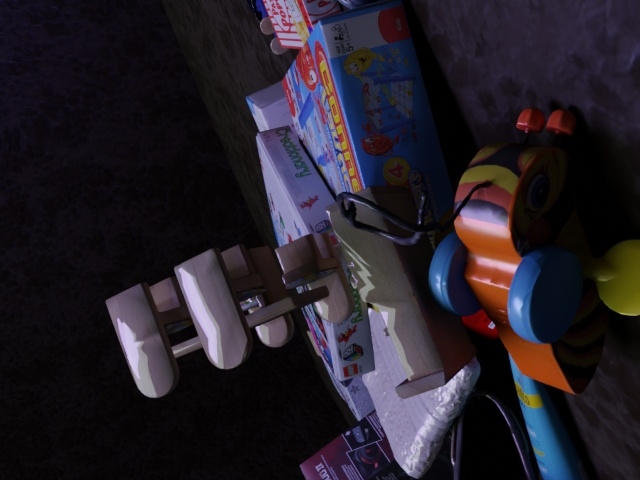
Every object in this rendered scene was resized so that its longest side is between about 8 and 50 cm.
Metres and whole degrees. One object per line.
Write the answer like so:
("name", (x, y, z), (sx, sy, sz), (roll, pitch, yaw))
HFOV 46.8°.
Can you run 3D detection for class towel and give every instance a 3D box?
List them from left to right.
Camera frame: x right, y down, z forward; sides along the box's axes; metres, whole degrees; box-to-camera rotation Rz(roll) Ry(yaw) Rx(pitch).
("towel", (0.119, 0.152, 1.007), (0.282, 0.049, 0.187), (-112, 38, -56))

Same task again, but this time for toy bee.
("toy bee", (0.161, -0.007, 0.547), (0.195, 0.162, 0.298), (25, 167, 28))

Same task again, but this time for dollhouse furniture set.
("dollhouse furniture set", (-0.013, 0.075, 0.652), (0.212, 0.242, 0.161), (-9, -104, -65))

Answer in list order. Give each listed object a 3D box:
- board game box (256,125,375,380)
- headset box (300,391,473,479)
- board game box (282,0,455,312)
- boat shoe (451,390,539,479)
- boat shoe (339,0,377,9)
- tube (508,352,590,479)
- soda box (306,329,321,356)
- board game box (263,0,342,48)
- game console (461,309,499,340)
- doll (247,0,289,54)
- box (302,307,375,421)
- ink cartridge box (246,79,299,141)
("board game box", (-0.011, 0.004, 0.942), (0.305, 0.053, 0.193), (-118, 15, -53))
("headset box", (0.128, 0.354, 1.084), (0.218, 0.293, 0.110), (56, 175, -29))
("board game box", (0.053, -0.077, 0.851), (0.302, 0.086, 0.308), (-174, 68, -81))
("boat shoe", (0.206, 0.340, 0.858), (0.130, 0.132, 0.356), (51, -155, -47))
("boat shoe", (0.002, -0.310, 0.724), (0.183, 0.065, 0.083), (60, 169, 13))
("tube", (0.256, 0.208, 0.842), (0.080, 0.052, 0.207), (-133, 21, -82))
("soda box", (0.023, 0.208, 1.537), (0.061, 0.058, 0.181), (65, 169, -2))
("board game box", (-0.035, -0.323, 0.953), (0.147, 0.045, 0.193), (67, 170, -21))
("game console", (0.183, 0.042, 0.875), (0.124, 0.085, 0.144), (29, 162, 11))
("doll", (-0.093, -0.368, 1.143), (0.129, 0.046, 0.189), (59, -177, -47))
("box", (0.086, 0.194, 1.364), (0.247, 0.163, 0.142), (68, 171, -28))
("ink cartridge box", (-0.052, -0.192, 1.276), (0.092, 0.089, 0.143), (48, 164, 59))
